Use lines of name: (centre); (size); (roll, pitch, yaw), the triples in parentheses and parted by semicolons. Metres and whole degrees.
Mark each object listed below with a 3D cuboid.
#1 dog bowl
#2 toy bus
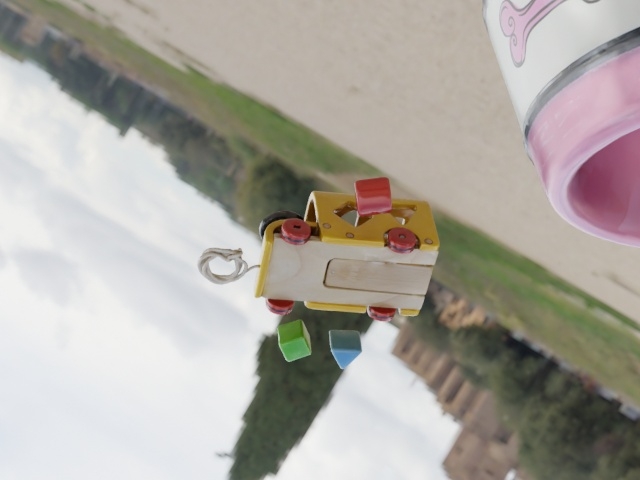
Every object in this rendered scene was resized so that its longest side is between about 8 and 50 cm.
dog bowl: (0.315, -0.109, 0.894); (0.408, 0.150, 0.408); (0, 161, 0)
toy bus: (0.011, 0.005, 1.281); (0.202, 0.191, 0.104); (48, -159, -34)
